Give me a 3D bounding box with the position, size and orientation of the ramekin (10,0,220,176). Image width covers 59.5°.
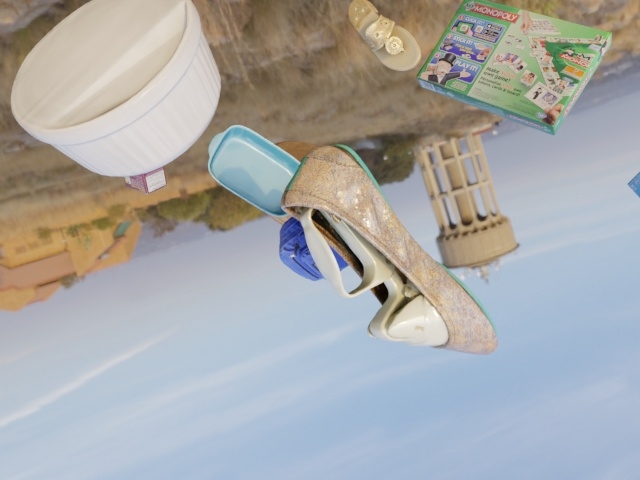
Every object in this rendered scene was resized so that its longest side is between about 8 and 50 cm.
[{"bbox_3d":[-0.260,-0.207,0.754,0.272,0.273,0.127,-16,144,13],"label":"ramekin"}]

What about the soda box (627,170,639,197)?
[{"bbox_3d":[0.638,-0.134,1.003,0.071,0.067,0.210,-33,161,-3],"label":"soda box"}]

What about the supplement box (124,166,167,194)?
[{"bbox_3d":[-0.274,-0.120,0.858,0.055,0.083,0.043,18,-145,31],"label":"supplement box"}]

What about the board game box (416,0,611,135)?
[{"bbox_3d":[0.385,-0.367,1.149,0.317,0.214,0.046,32,179,31],"label":"board game box"}]

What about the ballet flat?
[{"bbox_3d":[0.070,0.043,0.611,0.106,0.316,0.107,-49,-167,-28],"label":"ballet flat"}]

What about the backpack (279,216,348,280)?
[{"bbox_3d":[0.000,0.000,0.763,0.120,0.098,0.101,-32,-149,25],"label":"backpack"}]

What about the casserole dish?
[{"bbox_3d":[-0.110,-0.116,0.967,0.114,0.188,0.037,-64,-162,-17],"label":"casserole dish"}]

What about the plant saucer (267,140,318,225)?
[{"bbox_3d":[-0.042,-0.148,1.430,0.277,0.278,0.041,-19,162,-32],"label":"plant saucer"}]

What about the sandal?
[{"bbox_3d":[0.118,-0.460,1.237,0.079,0.240,0.088,-3,139,-46],"label":"sandal"}]
